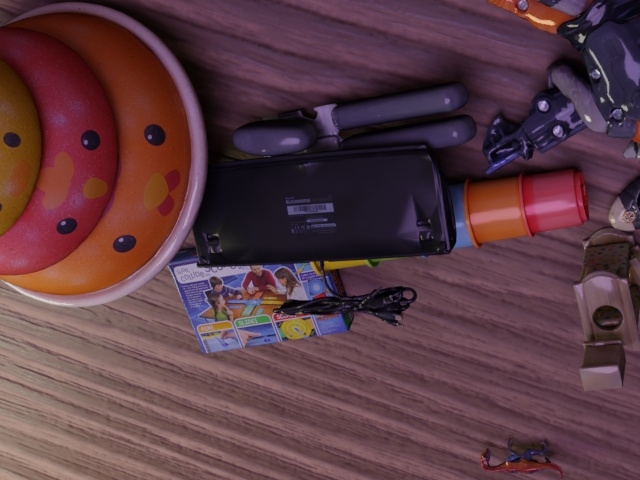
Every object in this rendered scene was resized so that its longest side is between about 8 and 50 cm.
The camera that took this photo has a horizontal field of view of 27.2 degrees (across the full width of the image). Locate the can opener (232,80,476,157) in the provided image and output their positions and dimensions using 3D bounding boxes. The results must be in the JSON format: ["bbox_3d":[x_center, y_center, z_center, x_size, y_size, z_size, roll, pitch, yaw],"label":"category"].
[{"bbox_3d":[0.036,-0.116,1.458,0.280,0.093,0.074,-7,105,32],"label":"can opener"}]

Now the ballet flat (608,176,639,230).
[{"bbox_3d":[0.390,-0.055,1.431,0.173,0.049,0.057,-26,107,26],"label":"ballet flat"}]

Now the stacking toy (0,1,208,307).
[{"bbox_3d":[-0.362,-0.085,1.341,0.351,0.480,0.350,2,94,22],"label":"stacking toy"}]

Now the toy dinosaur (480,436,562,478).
[{"bbox_3d":[0.244,0.273,1.642,0.082,0.090,0.047,-14,99,-11],"label":"toy dinosaur"}]

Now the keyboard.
[{"bbox_3d":[0.000,0.000,1.474,0.317,0.033,0.201,-3,103,26],"label":"keyboard"}]

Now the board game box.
[{"bbox_3d":[-0.074,0.062,1.636,0.201,0.035,0.136,-10,114,20],"label":"board game box"}]

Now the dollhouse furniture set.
[{"bbox_3d":[0.362,0.064,1.425,0.161,0.182,0.101,-8,115,20],"label":"dollhouse furniture set"}]

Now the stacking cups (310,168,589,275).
[{"bbox_3d":[0.144,-0.022,1.504,0.316,0.096,0.096,-7,115,15],"label":"stacking cups"}]

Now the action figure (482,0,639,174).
[{"bbox_3d":[0.252,-0.184,1.335,0.341,0.178,0.330,-41,92,29],"label":"action figure"}]
